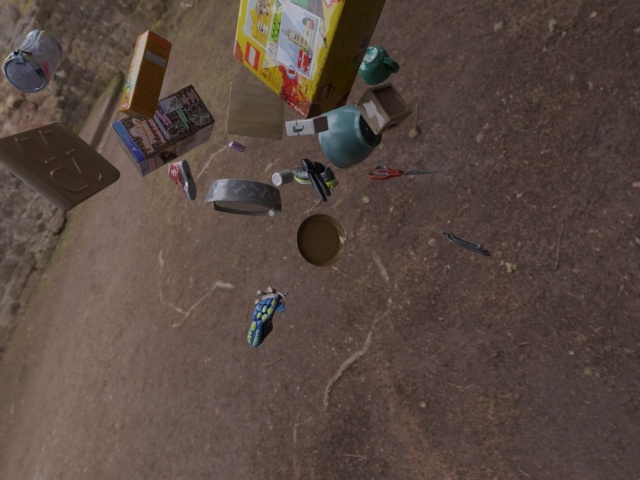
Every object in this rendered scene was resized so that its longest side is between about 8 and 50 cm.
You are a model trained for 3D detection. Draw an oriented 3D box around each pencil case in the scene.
[{"bbox_3d":[-0.926,-0.585,1.362,0.113,0.124,0.273,-17,43,-2],"label":"pencil case"}]

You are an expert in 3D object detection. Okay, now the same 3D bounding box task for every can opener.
[{"bbox_3d":[-0.013,-0.199,1.403,0.186,0.073,0.059,65,144,30],"label":"can opener"}]

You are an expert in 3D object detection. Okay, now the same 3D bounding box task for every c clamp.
[{"bbox_3d":[0.441,0.003,1.282,0.160,0.137,0.022,24,106,10],"label":"c clamp"}]

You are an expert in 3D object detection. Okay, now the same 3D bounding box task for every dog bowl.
[{"bbox_3d":[-0.336,-0.187,1.862,0.348,0.348,0.103,-2,80,49],"label":"dog bowl"}]

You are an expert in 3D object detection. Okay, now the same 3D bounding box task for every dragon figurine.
[{"bbox_3d":[-0.199,0.271,1.904,0.289,0.143,0.085,-23,52,44],"label":"dragon figurine"}]

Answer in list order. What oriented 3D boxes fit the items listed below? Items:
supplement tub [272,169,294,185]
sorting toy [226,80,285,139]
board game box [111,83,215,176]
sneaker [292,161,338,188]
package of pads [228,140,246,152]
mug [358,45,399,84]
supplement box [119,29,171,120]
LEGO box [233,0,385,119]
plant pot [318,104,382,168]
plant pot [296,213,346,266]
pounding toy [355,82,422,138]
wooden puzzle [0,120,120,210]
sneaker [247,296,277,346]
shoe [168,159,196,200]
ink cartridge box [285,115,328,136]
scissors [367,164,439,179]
[{"bbox_3d":[-0.194,-0.327,2.194,0.070,0.107,0.071,13,114,32],"label":"supplement tub"},{"bbox_3d":[-0.303,-0.601,1.995,0.089,0.256,0.256,131,143,-76],"label":"sorting toy"},{"bbox_3d":[-0.535,-0.372,1.452,0.290,0.141,0.232,-35,8,-19],"label":"board game box"},{"bbox_3d":[-0.034,-0.369,2.265,0.299,0.122,0.111,17,47,36],"label":"sneaker"},{"bbox_3d":[-0.446,-0.504,2.261,0.050,0.083,0.032,2,74,56],"label":"package of pads"},{"bbox_3d":[0.219,-0.695,1.638,0.157,0.097,0.130,-17,63,24],"label":"mug"},{"bbox_3d":[-0.503,-0.470,1.210,0.077,0.080,0.234,8,86,43],"label":"supplement box"},{"bbox_3d":[-0.034,-0.675,1.198,0.372,0.193,0.501,45,141,17],"label":"LEGO box"},{"bbox_3d":[0.159,-0.495,1.942,0.196,0.292,0.294,-6,64,45],"label":"plant pot"},{"bbox_3d":[0.000,0.000,1.867,0.032,0.236,0.237,-20,52,67],"label":"plant pot"},{"bbox_3d":[0.247,-0.411,1.406,0.206,0.181,0.094,57,142,6],"label":"pounding toy"},{"bbox_3d":[-0.979,-0.276,1.573,0.080,0.322,0.348,-40,17,26],"label":"wooden puzzle"},{"bbox_3d":[-0.200,0.283,1.480,0.067,0.078,0.188,24,99,20],"label":"sneaker"},{"bbox_3d":[-0.601,-0.257,1.826,0.081,0.178,0.063,-5,17,19],"label":"shoe"},{"bbox_3d":[-0.052,-0.439,1.616,0.135,0.099,0.056,5,114,35],"label":"ink cartridge box"},{"bbox_3d":[0.351,-0.282,1.808,0.296,0.021,0.109,12,42,27],"label":"scissors"}]
